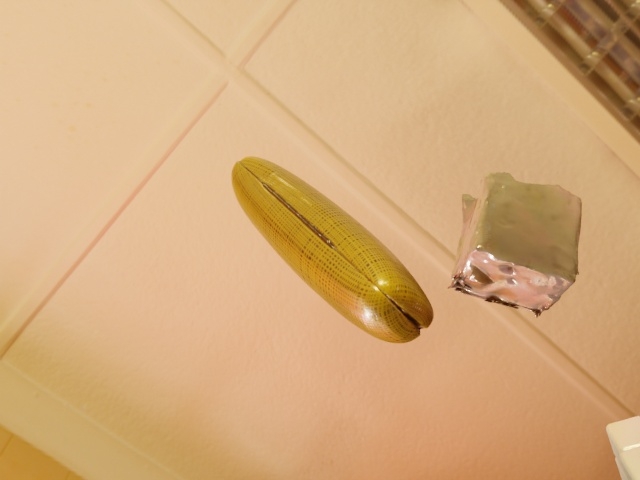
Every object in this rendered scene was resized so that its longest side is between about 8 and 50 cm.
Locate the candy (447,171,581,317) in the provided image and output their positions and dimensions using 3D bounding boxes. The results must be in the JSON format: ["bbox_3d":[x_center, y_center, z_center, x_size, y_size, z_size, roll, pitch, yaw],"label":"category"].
[{"bbox_3d":[0.309,0.004,1.032,0.185,0.137,0.195,18,-123,5],"label":"candy"}]

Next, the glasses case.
[{"bbox_3d":[0.000,0.000,0.508,0.064,0.234,0.079,-46,-46,-1],"label":"glasses case"}]

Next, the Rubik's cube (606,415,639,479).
[{"bbox_3d":[0.791,0.522,1.238,0.319,0.316,0.321,-20,-80,11],"label":"Rubik's cube"}]
